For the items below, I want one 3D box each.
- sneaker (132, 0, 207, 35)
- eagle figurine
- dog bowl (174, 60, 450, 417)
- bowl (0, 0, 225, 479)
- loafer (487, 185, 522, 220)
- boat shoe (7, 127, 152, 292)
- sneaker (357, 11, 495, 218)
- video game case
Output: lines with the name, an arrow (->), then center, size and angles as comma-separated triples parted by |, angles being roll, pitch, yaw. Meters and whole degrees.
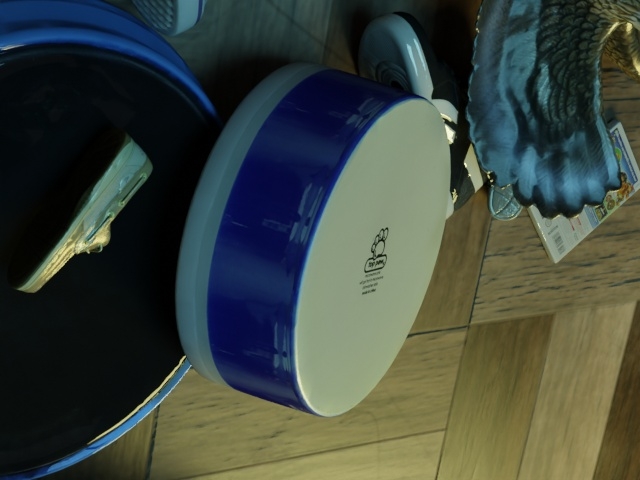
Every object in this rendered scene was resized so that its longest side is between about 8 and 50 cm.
sneaker -> -0.071, -0.290, 1.273 | 0.161, 0.102, 0.282 | -20, 124, -31
eagle figurine -> 0.230, -0.191, 1.479 | 0.226, 0.225, 0.298 | 0, 141, -15
dog bowl -> 0.000, 0.000, 1.405 | 0.265, 0.104, 0.264 | -47, 146, -45
bowl -> -0.227, 0.009, 1.330 | 0.391, 0.077, 0.391 | -18, 123, -29
loafer -> 0.174, -0.081, 1.616 | 0.045, 0.039, 0.125 | 13, 105, -6
boat shoe -> -0.167, -0.014, 1.275 | 0.135, 0.050, 0.045 | -52, 127, -3
sneaker -> 0.107, -0.128, 1.516 | 0.121, 0.079, 0.217 | -37, 138, -21
video game case -> 0.250, -0.046, 1.705 | 0.122, 0.011, 0.087 | -40, 131, -13
